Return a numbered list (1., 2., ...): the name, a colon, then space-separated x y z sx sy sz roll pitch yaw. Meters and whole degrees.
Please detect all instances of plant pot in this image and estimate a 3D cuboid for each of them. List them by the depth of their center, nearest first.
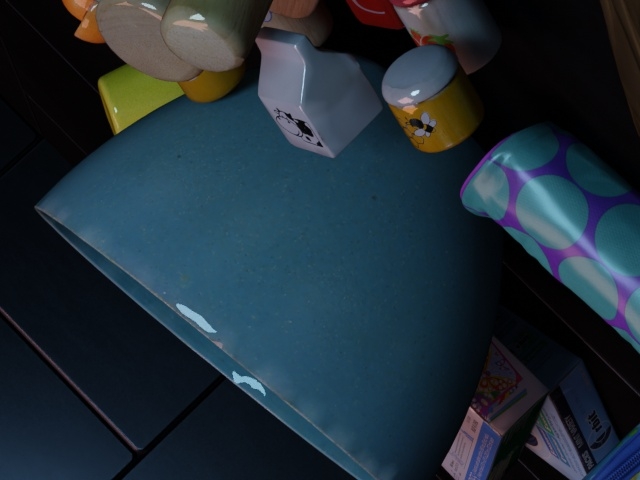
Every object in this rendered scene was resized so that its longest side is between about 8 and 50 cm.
1. plant pot: 0.000 0.000 0.972 0.290 0.195 0.290 39 173 6

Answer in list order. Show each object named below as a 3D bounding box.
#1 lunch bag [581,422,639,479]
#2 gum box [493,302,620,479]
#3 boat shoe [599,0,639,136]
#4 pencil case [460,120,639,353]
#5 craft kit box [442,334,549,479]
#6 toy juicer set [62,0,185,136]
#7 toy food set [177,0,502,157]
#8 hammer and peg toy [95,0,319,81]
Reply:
1. lunch bag: 0.198 0.136 0.824 0.090 0.176 0.219 48 168 20
2. gum box: 0.148 0.104 1.240 0.184 0.041 0.157 35 163 43
3. boat shoe: 0.133 -0.097 0.498 0.285 0.089 0.104 63 -173 -48
4. pencil case: 0.147 0.005 0.822 0.152 0.064 0.070 44 153 15
5. craft kit box: 0.060 0.076 1.228 0.246 0.061 0.250 42 167 14
6. toy juicer set: -0.146 -0.235 1.063 0.329 0.089 0.209 80 167 -48
7. toy food set: -0.006 -0.124 0.810 0.232 0.111 0.104 22 153 53
8. hammer and peg toy: -0.111 -0.173 0.592 0.266 0.127 0.361 23 153 -2
